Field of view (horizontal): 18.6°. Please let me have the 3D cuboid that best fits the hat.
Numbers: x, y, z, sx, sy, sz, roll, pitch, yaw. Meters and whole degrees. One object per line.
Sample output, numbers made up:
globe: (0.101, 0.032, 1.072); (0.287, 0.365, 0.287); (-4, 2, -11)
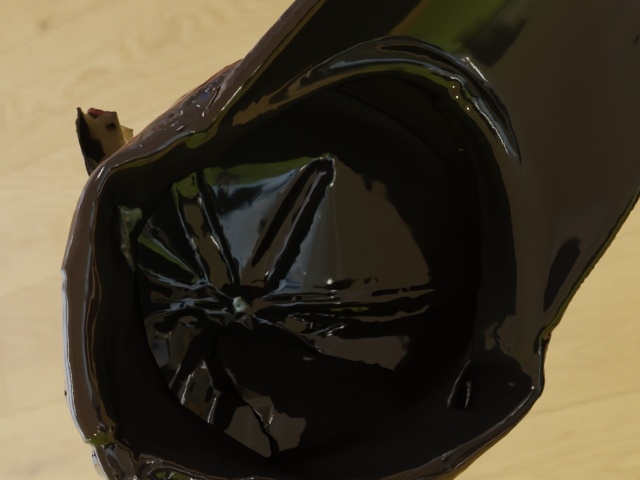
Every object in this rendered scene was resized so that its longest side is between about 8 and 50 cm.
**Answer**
hat: (0.007, -0.021, 0.959); (0.336, 0.238, 0.209); (-54, 17, -2)
